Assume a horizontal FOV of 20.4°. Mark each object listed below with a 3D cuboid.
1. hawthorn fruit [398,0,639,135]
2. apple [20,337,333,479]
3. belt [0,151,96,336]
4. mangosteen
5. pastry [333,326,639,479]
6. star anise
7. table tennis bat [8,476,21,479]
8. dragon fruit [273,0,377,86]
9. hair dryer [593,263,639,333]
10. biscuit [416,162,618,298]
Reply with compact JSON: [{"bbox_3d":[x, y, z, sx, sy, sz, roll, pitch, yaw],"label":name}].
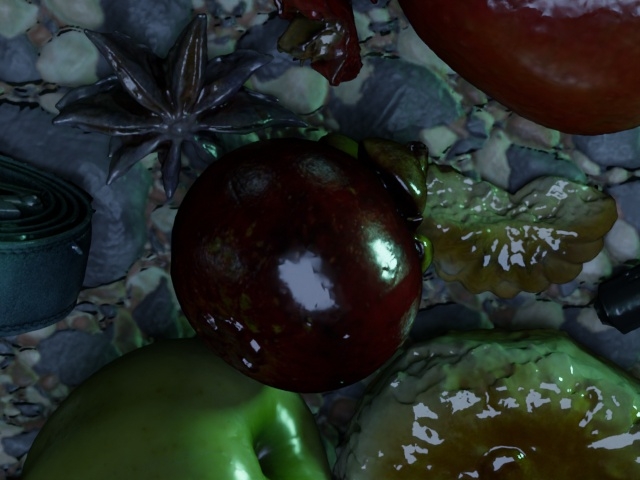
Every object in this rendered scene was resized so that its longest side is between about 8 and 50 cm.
[{"bbox_3d":[0.197,-0.219,1.353,0.311,0.295,0.295,-11,111,-17],"label":"hawthorn fruit"},{"bbox_3d":[-0.122,0.225,1.527,0.279,0.279,0.279,0,111,-1],"label":"apple"},{"bbox_3d":[-0.321,-0.007,1.459,0.267,0.206,0.116,15,110,4],"label":"belt"},{"bbox_3d":[0.000,0.000,1.462,0.257,0.215,0.215,-47,111,-31],"label":"mangosteen"},{"bbox_3d":[0.160,0.211,1.587,0.329,0.136,0.330,0,112,0],"label":"pastry"},{"bbox_3d":[-0.122,-0.119,1.491,0.204,0.061,0.181,-14,130,4],"label":"star anise"},{"bbox_3d":[-0.213,0.351,1.688,0.200,0.038,0.310,-28,112,8],"label":"table tennis bat"},{"bbox_3d":[-0.005,-0.222,1.472,0.092,0.122,0.192,8,121,38],"label":"dragon fruit"},{"bbox_3d":[0.400,0.039,1.558,0.302,0.116,0.244,-26,109,20],"label":"hair dryer"},{"bbox_3d":[0.166,0.000,1.550,0.183,0.061,0.118,2,112,-3],"label":"biscuit"}]
